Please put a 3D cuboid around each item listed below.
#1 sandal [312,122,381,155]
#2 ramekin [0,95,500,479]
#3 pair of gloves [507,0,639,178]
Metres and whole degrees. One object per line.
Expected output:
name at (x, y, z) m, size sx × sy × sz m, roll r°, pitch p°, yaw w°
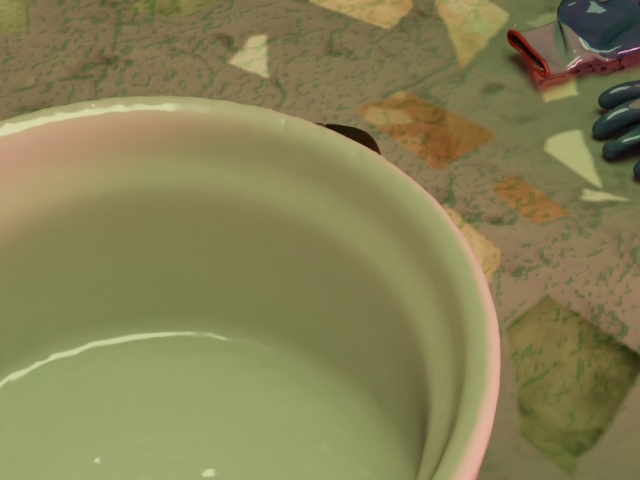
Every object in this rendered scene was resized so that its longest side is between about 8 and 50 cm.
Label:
sandal at (0.000, 0.000, 1.058) m, size 0.090 × 0.060 × 0.219 m, roll 5°, pitch 29°, yaw -9°
ramekin at (-0.070, 0.084, 0.716) m, size 0.277 × 0.135 × 0.277 m, roll -2°, pitch 46°, yaw 3°
pair of gloves at (0.218, -0.112, 1.219) m, size 0.159 × 0.023 × 0.198 m, roll -20°, pitch 50°, yaw -27°
